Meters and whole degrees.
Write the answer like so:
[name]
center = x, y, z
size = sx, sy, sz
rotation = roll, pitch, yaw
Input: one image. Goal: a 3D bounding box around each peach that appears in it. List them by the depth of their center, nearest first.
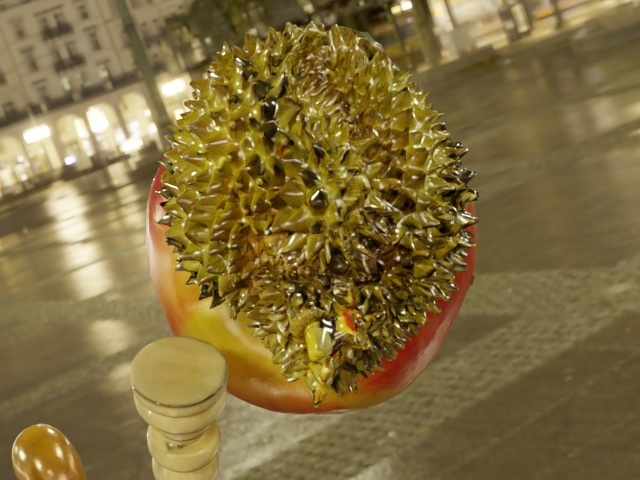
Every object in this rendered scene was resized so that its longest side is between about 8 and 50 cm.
[peach]
center = 0.000, 0.000, 1.272
size = 0.388, 0.388, 0.388
rotation = -20, 8, 3

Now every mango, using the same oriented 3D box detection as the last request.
[mango]
center = -0.351, 0.333, 1.529
size = 0.085, 0.184, 0.102
rotation = -26, -14, -15

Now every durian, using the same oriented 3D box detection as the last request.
[durian]
center = -0.002, -0.026, 0.927
size = 0.258, 0.293, 0.258
rotation = -28, -11, -6

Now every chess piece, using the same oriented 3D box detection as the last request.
[chess piece]
center = -0.135, 0.186, 1.114
size = 0.094, 0.170, 0.094
rotation = 2, 38, -1
